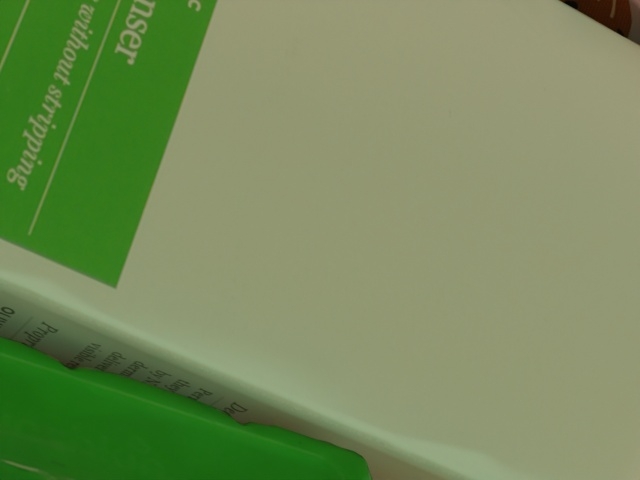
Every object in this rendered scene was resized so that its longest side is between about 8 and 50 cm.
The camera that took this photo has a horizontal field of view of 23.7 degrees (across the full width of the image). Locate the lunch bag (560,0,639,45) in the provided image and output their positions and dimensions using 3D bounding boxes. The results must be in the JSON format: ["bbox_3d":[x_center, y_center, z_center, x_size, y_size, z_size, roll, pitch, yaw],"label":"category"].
[{"bbox_3d":[0.176,-0.259,0.625,0.239,0.328,0.385,0,100,-39],"label":"lunch bag"}]

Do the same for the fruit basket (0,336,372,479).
[{"bbox_3d":[-0.137,0.185,0.444,0.327,0.165,0.353,19,121,-16],"label":"fruit basket"}]

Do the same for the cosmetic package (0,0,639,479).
[{"bbox_3d":[0.000,0.000,0.555,0.365,0.155,0.197,23,63,-18],"label":"cosmetic package"}]
